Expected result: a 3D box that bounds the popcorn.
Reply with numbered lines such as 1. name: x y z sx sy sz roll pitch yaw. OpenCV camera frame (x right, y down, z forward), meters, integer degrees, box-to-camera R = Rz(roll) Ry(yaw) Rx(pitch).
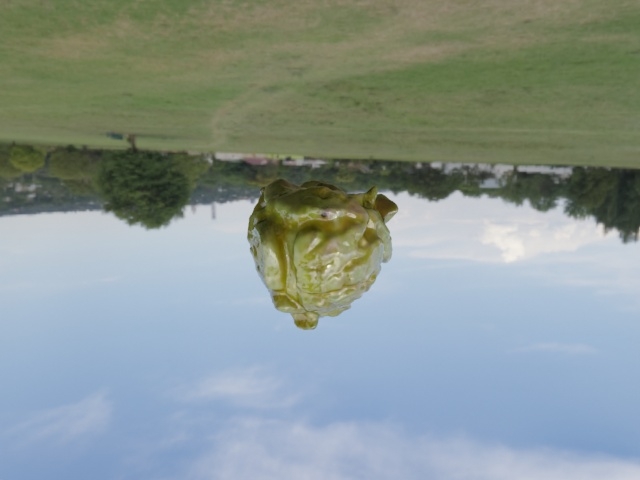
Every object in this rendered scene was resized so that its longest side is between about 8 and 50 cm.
1. popcorn: 0.001 0.001 0.721 0.185 0.167 0.187 -16 -142 26
